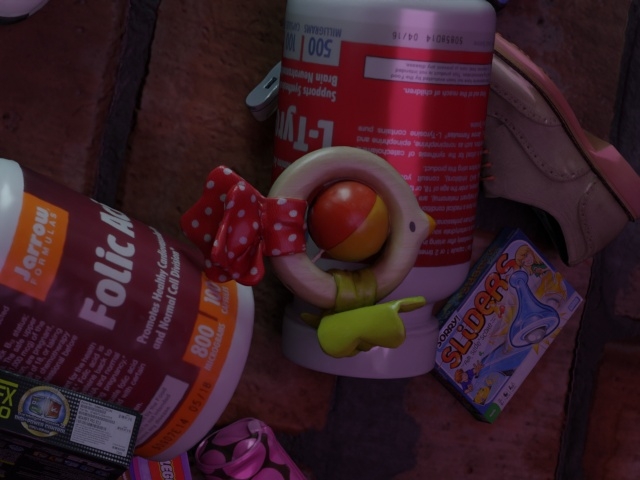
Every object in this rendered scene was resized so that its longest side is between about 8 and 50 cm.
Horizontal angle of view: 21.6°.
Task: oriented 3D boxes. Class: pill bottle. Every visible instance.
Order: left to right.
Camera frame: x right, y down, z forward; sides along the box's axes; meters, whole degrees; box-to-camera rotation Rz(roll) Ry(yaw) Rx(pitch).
[{"bbox_3d":[-0.282,0.054,1.664,0.392,0.224,0.224,26,80,-27],"label":"pill bottle"},{"bbox_3d":[0.059,-0.068,1.824,0.229,0.229,0.407,0,100,-28],"label":"pill bottle"}]

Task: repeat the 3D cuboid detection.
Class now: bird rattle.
[{"bbox_3d":[0.000,0.000,1.674,0.253,0.143,0.207,41,73,-2],"label":"bird rattle"}]

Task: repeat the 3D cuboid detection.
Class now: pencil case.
[{"bbox_3d":[-0.046,0.293,1.876,0.098,0.095,0.209,-31,112,14],"label":"pencil case"}]

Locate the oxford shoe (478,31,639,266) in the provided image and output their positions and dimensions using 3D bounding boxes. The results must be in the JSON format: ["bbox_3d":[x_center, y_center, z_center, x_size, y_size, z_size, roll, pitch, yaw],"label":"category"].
[{"bbox_3d":[0.222,-0.127,1.976,0.397,0.140,0.146,44,92,-14],"label":"oxford shoe"}]

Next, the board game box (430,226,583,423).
[{"bbox_3d":[0.215,0.102,2.036,0.136,0.035,0.201,45,72,-22],"label":"board game box"}]

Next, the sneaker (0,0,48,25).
[{"bbox_3d":[-0.228,-0.428,1.651,0.169,0.257,0.447,27,80,-26],"label":"sneaker"}]

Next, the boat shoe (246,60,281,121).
[{"bbox_3d":[-0.042,-0.172,1.892,0.100,0.035,0.035,-47,139,-22],"label":"boat shoe"}]

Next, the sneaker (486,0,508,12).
[{"bbox_3d":[0.181,-0.425,1.933,0.147,0.130,0.330,-10,89,-31],"label":"sneaker"}]

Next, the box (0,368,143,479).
[{"bbox_3d":[-0.331,0.183,1.619,0.270,0.216,0.060,19,63,-14],"label":"box"}]

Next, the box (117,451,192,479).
[{"bbox_3d":[-0.219,0.377,1.806,0.201,0.057,0.293,-14,99,-27],"label":"box"}]
